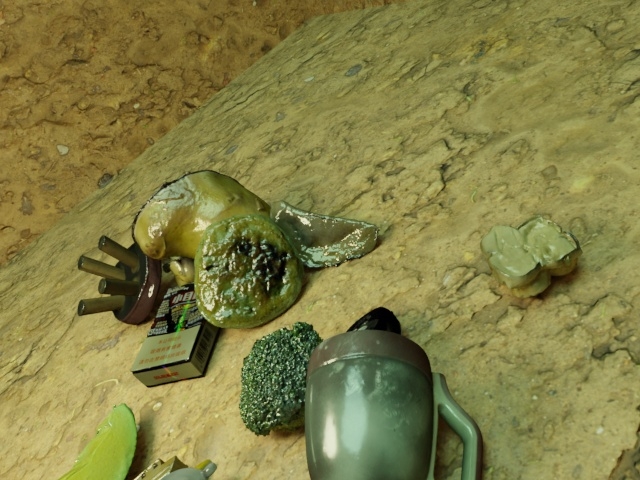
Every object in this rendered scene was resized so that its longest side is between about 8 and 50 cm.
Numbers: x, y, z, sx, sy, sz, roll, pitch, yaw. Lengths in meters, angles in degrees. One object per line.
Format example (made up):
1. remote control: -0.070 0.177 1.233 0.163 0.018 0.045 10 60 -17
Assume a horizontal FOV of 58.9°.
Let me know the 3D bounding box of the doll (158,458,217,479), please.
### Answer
1. doll: -0.334 0.560 1.137 0.316 0.145 0.103 -44 68 -9

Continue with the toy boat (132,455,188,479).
1. toy boat: -0.381 0.544 1.228 0.200 0.057 0.077 -40 30 -12

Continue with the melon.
1. melon: -0.511 0.528 1.284 0.196 0.124 0.323 -24 22 39

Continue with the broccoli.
1. broccoli: -0.078 0.294 1.215 0.197 0.176 0.226 11 40 23

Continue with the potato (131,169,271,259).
1. potato: -0.304 -0.017 1.661 0.397 0.290 0.296 -14 45 -37

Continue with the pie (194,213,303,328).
1. pie: -0.196 0.083 1.526 0.323 0.323 0.070 -34 -9 -6

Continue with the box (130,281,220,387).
1. box: -0.379 0.250 1.586 0.198 0.084 0.310 -16 37 22

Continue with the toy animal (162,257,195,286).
1. toy animal: -0.440 0.060 1.861 0.168 0.121 0.233 0 32 15

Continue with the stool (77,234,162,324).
1. stool: -0.633 0.122 1.770 0.272 0.178 0.272 -17 66 43

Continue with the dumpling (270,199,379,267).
1. dumpling: 0.002 -0.003 1.610 0.332 0.086 0.166 17 96 20

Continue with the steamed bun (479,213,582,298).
1. steamed bun: 0.439 0.036 1.214 0.177 0.106 0.192 -30 42 -7

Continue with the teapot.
1. teapot: 0.123 0.350 0.978 0.314 0.233 0.312 4 47 2

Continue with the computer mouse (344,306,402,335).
1. computer mouse: 0.106 0.223 1.203 0.137 0.096 0.233 -32 2 23
